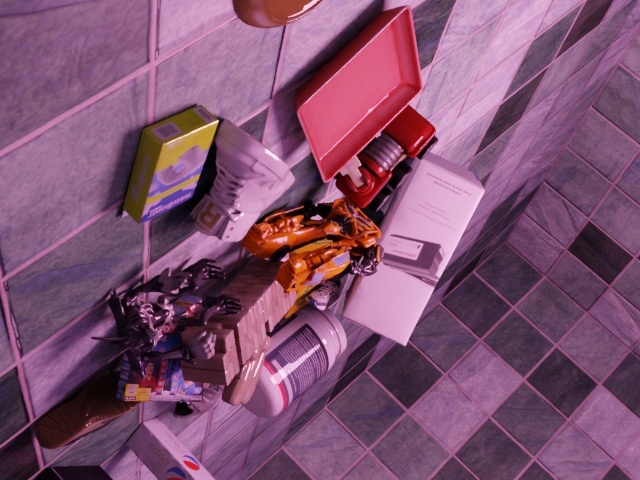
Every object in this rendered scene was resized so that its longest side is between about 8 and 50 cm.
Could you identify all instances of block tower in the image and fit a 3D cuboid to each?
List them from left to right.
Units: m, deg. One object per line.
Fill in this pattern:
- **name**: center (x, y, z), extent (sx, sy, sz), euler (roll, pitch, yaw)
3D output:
- **block tower**: center (-0.145, 0.141, 1.802), extent (0.335, 0.097, 0.091), euler (-52, 142, -56)

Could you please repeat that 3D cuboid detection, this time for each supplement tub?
- **supplement tub**: center (-0.086, 0.282, 2.322), extent (0.272, 0.191, 0.191), euler (-36, 161, -33)

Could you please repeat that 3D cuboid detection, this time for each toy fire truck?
- **toy fire truck**: center (0.102, -0.178, 1.831), extent (0.217, 0.158, 0.246), euler (-48, 175, 6)

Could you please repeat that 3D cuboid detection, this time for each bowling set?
- **bowling set**: center (-0.210, 0.225, 1.913), extent (0.287, 0.199, 0.154), euler (112, 1, -81)

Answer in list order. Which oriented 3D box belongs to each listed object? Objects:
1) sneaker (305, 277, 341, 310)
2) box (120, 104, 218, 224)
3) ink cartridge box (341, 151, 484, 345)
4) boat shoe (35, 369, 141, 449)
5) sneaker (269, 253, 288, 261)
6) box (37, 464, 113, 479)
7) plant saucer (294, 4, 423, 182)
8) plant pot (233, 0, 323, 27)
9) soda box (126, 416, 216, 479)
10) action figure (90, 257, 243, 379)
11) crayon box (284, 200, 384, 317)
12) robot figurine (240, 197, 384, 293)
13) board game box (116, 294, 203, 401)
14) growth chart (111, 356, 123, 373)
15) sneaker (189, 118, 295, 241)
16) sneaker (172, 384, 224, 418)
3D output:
- **sneaker**: center (0.009, 0.113, 2.142), extent (0.058, 0.052, 0.135), euler (-63, 168, 19)
- **box**: center (-0.214, -0.098, 1.336), extent (0.109, 0.042, 0.178), euler (-32, 158, -42)
- **ink cartridge box**: center (0.209, 0.006, 2.195), extent (0.395, 0.166, 0.285), euler (-64, 180, 12)
- **boat shoe**: center (-0.414, 0.305, 1.734), extent (0.223, 0.080, 0.073), euler (-30, 175, -27)
- **sneaker**: center (-0.079, 0.031, 1.954), extent (0.051, 0.070, 0.134), euler (-24, 151, -54)
- **box**: center (-0.540, 0.566, 1.986), extent (0.184, 0.103, 0.261), euler (-48, 165, -4)
- **plant saucer**: center (0.061, -0.251, 1.626), extent (0.258, 0.047, 0.259), euler (-45, 157, -9)
- **plant pot**: center (-0.015, -0.365, 1.229), extent (0.236, 0.032, 0.236), euler (-43, 165, -15)
- **soda box**: center (-0.334, 0.504, 2.160), extent (0.074, 0.216, 0.069), euler (-51, 164, 14)
- **action figure**: center (-0.246, 0.121, 1.584), extent (0.140, 0.164, 0.275), euler (-12, -166, 36)
- **crayon box**: center (-0.008, 0.046, 2.157), extent (0.318, 0.081, 0.202), euler (-34, 160, -37)
- **robot figurine**: center (0.000, 0.000, 1.858), extent (0.291, 0.211, 0.085), euler (-22, 148, -43)
- **board game box**: center (-0.281, 0.190, 1.727), extent (0.194, 0.060, 0.194), euler (14, 85, -52)
- **growth chart**: center (-0.363, 0.256, 1.849), extent (0.172, 0.021, 0.237), euler (-25, 154, -56)
- **sneaker**: center (-0.134, -0.075, 1.482), extent (0.169, 0.108, 0.292), euler (-50, 166, -2)
- **sneaker**: center (-0.264, 0.322, 2.115), extent (0.115, 0.105, 0.281), euler (-29, 154, -32)
